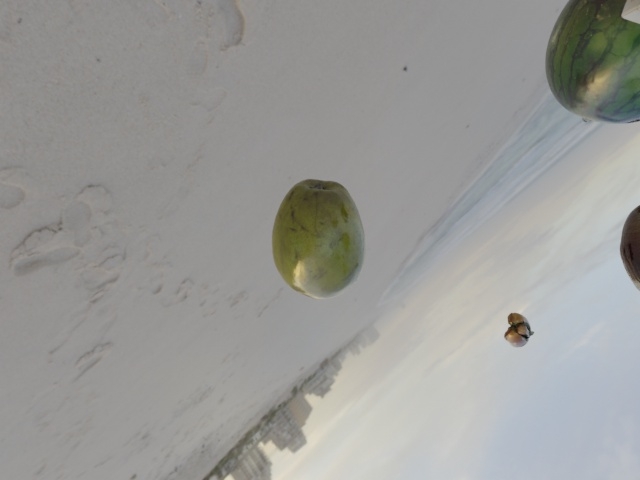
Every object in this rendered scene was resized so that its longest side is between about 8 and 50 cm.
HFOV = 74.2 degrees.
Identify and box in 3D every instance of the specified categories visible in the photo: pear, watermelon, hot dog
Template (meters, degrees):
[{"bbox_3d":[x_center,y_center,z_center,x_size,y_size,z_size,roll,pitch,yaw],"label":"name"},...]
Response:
[{"bbox_3d":[0.000,0.000,1.102,0.253,0.253,0.307,-24,123,-51],"label":"pear"},{"bbox_3d":[0.698,-0.443,0.959,0.363,0.363,0.363,-37,167,-10],"label":"watermelon"},{"bbox_3d":[0.621,0.285,1.317,0.249,0.068,0.100,28,75,-56],"label":"hot dog"}]

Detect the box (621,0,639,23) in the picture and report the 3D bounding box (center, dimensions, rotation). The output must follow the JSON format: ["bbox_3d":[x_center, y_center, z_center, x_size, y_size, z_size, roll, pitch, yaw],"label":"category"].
[{"bbox_3d":[0.502,-0.302,0.491,0.233,0.149,0.067,-85,-165,-79],"label":"box"}]

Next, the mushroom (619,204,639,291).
[{"bbox_3d":[0.630,0.035,0.748,0.194,0.231,0.138,-16,161,6],"label":"mushroom"}]
